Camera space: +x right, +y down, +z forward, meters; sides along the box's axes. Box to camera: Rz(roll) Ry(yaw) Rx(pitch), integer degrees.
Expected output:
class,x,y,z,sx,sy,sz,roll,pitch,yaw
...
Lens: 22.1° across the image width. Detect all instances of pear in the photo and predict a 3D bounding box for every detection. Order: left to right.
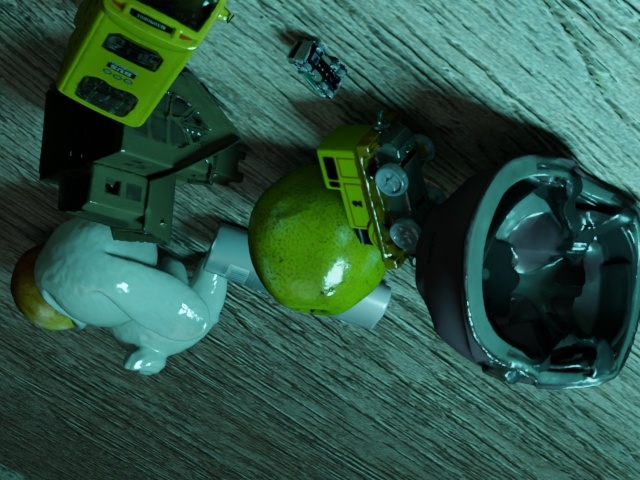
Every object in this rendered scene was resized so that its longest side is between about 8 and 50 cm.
class,x,y,z,sx,sy,sz,roll,pitch,yaw
pear,-0.001,0.000,2.109,0.198,0.198,0.198,15,156,7

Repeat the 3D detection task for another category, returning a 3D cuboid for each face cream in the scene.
class,x,y,z,sx,sy,sz,roll,pitch,yaw
face cream,-0.034,0.055,2.387,0.269,0.073,0.107,21,160,-5

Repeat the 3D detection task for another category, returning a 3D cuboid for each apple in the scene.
class,x,y,z,sx,sy,sz,roll,pitch,yaw
apple,-0.426,0.070,2.619,0.147,0.146,0.146,15,156,7

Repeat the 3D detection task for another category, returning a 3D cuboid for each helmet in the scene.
class,x,y,z,sx,sy,sz,roll,pitch,yaw
helmet,0.226,0.034,1.935,0.338,0.270,0.197,15,173,-38

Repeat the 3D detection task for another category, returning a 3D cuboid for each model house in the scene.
class,x,y,z,sx,sy,sz,roll,pitch,yaw
model house,-0.203,-0.096,2.074,0.243,0.204,0.211,16,162,-38

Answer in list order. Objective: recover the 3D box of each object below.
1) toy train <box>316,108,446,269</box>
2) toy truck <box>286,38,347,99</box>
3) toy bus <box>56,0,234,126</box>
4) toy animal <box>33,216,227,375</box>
class,x,y,z,sx,sy,sz,roll,pitch,yaw
toy train,0.073,-0.063,1.971,0.127,0.089,0.219,6,127,32
toy truck,-0.006,-0.197,1.881,0.044,0.039,0.083,17,161,40
toy bus,-0.178,-0.248,1.757,0.145,0.151,0.331,26,155,-11
toy animal,-0.301,0.066,2.447,0.272,0.206,0.265,6,157,32
